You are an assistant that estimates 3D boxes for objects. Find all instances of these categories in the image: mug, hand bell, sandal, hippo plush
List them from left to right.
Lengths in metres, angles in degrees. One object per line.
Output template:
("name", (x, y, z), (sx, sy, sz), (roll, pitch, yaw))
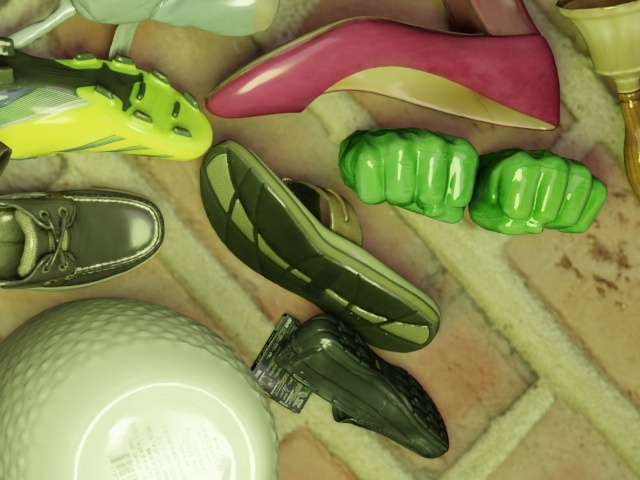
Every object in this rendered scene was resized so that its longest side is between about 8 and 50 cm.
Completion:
("mug", (-0.169, 0.243, 1.697), (0.276, 0.328, 0.374), (-8, 93, -16))
("hippo plush", (-0.147, -0.330, 1.781), (0.234, 0.294, 0.237), (10, 62, -27))
("sandal", (0.000, 0.001, 1.875), (0.303, 0.120, 0.086), (39, 52, -15))
("hand bell", (0.335, -0.150, 1.982), (0.126, 0.126, 0.242), (-17, 108, -16))

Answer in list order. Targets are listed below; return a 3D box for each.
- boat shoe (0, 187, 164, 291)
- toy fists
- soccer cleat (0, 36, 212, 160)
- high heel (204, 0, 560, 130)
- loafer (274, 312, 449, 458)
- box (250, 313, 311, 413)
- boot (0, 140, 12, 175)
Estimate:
("boat shoe", (-0.286, 0.003, 1.783), (0.285, 0.092, 0.103), (-2, 93, -16))
("toy fists", (0.156, -0.059, 1.891), (0.279, 0.142, 0.096), (10, 87, -16))
("soccer cleat", (-0.251, -0.121, 1.800), (0.289, 0.093, 0.121), (12, 131, -14))
("high heel", (0.075, -0.146, 1.873), (0.377, 0.127, 0.181), (-21, 92, -16))
("loafer", (0.046, 0.159, 1.892), (0.078, 0.076, 0.223), (-37, 121, 22))
("box", (-0.030, 0.127, 1.900), (0.067, 0.018, 0.083), (32, 81, -14))
("boot", (-0.433, -0.061, 1.697), (0.207, 0.090, 0.248), (43, 93, 8))
